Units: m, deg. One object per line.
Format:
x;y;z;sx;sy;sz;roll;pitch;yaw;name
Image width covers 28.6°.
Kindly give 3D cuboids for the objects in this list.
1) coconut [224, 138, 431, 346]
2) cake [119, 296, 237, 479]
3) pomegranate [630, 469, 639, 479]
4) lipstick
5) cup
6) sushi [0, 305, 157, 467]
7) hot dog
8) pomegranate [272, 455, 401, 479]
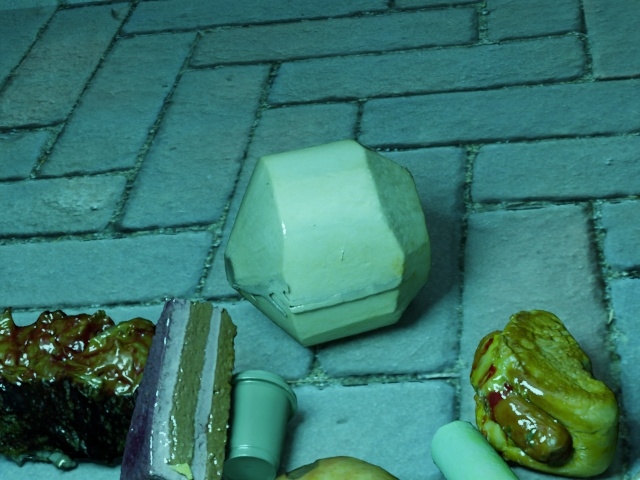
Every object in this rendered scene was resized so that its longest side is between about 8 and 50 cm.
0.000;0.000;1.890;0.323;0.323;0.323;-8;33;5;coconut
-0.174;0.215;1.627;0.112;0.116;0.295;-21;54;52;cake
0.446;0.250;1.511;0.129;0.159;0.129;12;-1;0;pomegranate
0.202;0.297;1.493;0.076;0.076;0.304;-15;14;-7;lipstick
-0.092;0.258;1.695;0.120;0.120;0.141;-6;47;8;cup
-0.334;0.208;1.769;0.343;0.182;0.196;-3;40;16;sushi
0.276;0.201;1.642;0.153;0.150;0.257;-6;32;-12;hot dog
0.012;0.376;1.345;0.281;0.281;0.281;-8;33;5;pomegranate
